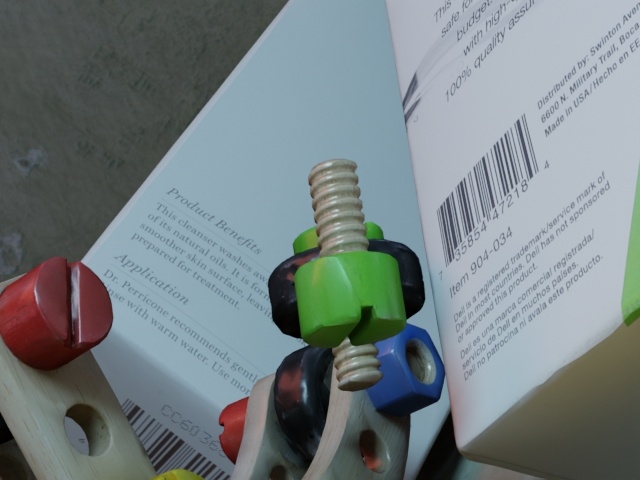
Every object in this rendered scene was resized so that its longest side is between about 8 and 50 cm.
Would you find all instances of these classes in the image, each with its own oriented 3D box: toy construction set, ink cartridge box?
[{"bbox_3d":[-0.079,0.150,0.592,0.257,0.308,0.237,46,-148,-67],"label":"toy construction set"},{"bbox_3d":[0.129,-0.070,0.565,0.198,0.114,0.273,-47,36,40],"label":"ink cartridge box"}]

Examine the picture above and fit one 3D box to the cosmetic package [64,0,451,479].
[{"bbox_3d":[0.000,0.000,0.911,0.156,0.217,0.385,-48,5,48],"label":"cosmetic package"}]
